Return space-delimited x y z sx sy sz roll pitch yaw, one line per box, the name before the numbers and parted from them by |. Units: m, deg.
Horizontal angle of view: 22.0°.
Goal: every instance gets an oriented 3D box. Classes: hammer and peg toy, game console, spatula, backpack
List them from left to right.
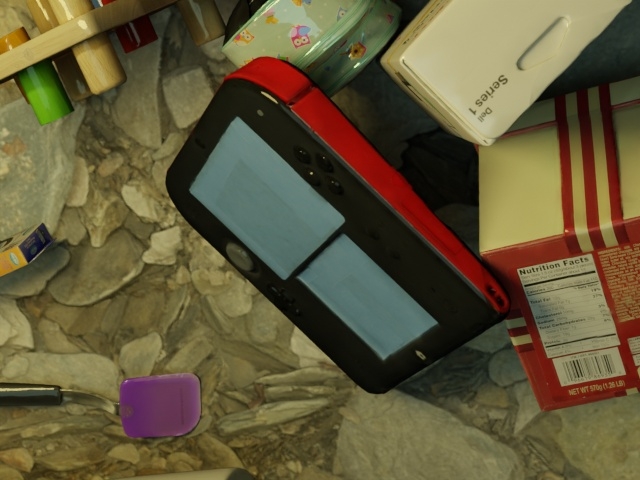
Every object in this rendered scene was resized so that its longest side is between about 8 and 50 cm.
spatula | -0.289 0.190 1.957 0.296 0.030 0.084 3 114 10
hammer and peg toy | -0.200 -0.218 1.620 0.361 0.266 0.127 -19 100 34
backpack | -0.010 -0.219 1.649 0.166 0.188 0.144 -39 94 22
game console | 0.000 0.000 1.666 0.342 0.060 0.386 48 157 1

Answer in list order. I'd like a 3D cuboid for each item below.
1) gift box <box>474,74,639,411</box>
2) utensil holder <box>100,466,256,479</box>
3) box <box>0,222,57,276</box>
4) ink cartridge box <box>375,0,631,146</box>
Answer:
gift box | 0.286 0.005 1.653 0.255 0.258 0.276 -9 129 13
utensil holder | -0.256 0.436 1.890 0.385 0.327 0.328 -8 109 13
box | -0.367 0.021 1.880 0.136 0.081 0.028 -25 104 19
ink cartridge box | 0.167 -0.203 1.549 0.117 0.278 0.201 43 93 -6
